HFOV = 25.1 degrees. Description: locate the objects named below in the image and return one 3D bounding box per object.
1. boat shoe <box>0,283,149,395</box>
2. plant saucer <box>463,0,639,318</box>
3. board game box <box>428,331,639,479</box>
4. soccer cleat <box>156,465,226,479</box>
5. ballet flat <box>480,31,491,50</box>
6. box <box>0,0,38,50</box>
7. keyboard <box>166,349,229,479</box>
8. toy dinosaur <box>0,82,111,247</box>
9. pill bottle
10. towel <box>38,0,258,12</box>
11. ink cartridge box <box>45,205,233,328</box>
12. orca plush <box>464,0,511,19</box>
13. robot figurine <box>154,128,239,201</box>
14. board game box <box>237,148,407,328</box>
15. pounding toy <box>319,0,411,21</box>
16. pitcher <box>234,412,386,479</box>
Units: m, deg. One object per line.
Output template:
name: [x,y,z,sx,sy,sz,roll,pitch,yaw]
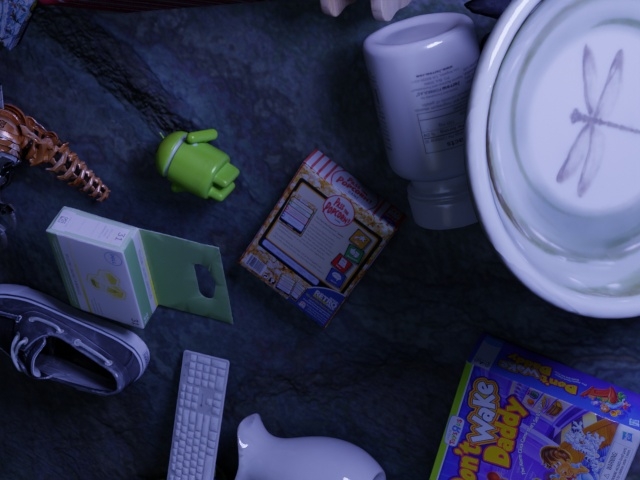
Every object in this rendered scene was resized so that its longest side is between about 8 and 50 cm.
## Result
boat shoe: [-0.402,0.153,2.090,0.301,0.102,0.108,19,123,15]
plant saucer: [0.307,-0.121,1.509,0.100,0.400,0.400,26,138,63]
board game box: [0.266,0.315,1.879,0.233,0.078,0.347,21,123,14]
soccer cleat: [-0.190,0.383,2.142,0.289,0.093,0.121,4,87,28]
ballet flat: [0.242,-0.167,1.647,0.173,0.049,0.057,46,126,-4]
box: [-0.413,-0.329,1.881,0.094,0.027,0.137,37,125,2]
keyboard: [-0.179,0.286,2.060,0.072,0.014,0.256,13,102,25]
toy dinosaur: [-0.454,-0.115,1.950,0.322,0.164,0.218,27,110,14]
pill bottle: [0.134,-0.136,1.665,0.131,0.131,0.229,-3,115,26]
towel: [-0.171,-0.295,1.691,0.275,0.199,0.031,0,96,25]
ink cartridge box: [-0.244,0.051,1.960,0.235,0.056,0.171,16,143,18]
orca plush: [0.215,-0.138,1.594,0.102,0.151,0.287,3,129,51]
robot figurine: [-0.164,-0.098,1.865,0.115,0.067,0.101,29,133,9]
board game box: [0.000,0.000,1.854,0.147,0.045,0.193,38,125,3]
pounding toy: [0.014,-0.375,1.595,0.155,0.154,0.269,9,138,21]
pitcher: [-0.025,0.351,1.996,0.207,0.125,0.177,15,98,23]
